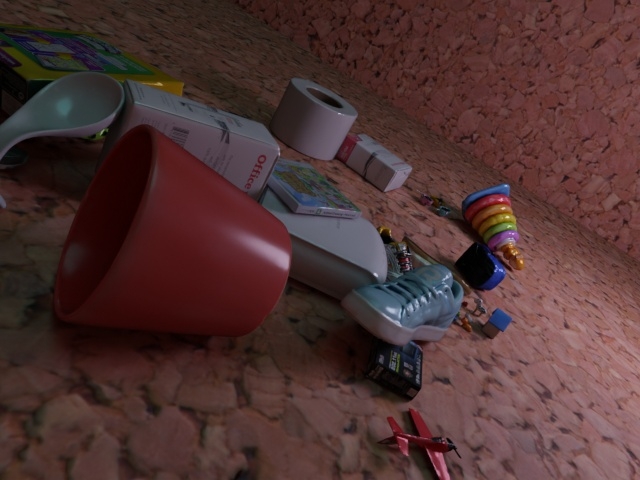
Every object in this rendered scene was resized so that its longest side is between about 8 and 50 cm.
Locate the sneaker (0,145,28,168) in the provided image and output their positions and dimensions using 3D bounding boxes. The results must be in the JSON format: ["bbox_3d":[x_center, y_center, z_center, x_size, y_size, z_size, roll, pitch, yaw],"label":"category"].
[{"bbox_3d":[-0.566,-0.174,0.849,0.167,0.076,0.065,20,29,-20],"label":"sneaker"}]

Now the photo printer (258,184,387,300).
[{"bbox_3d":[0.000,0.000,1.094,0.308,0.107,0.256,26,26,-9],"label":"photo printer"}]

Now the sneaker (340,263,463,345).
[{"bbox_3d":[0.166,0.099,0.965,0.135,0.150,0.366,34,10,29],"label":"sneaker"}]

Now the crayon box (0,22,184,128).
[{"bbox_3d":[-0.519,-0.337,1.056,0.363,0.106,0.313,33,30,28],"label":"crayon box"}]

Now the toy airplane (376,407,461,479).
[{"bbox_3d":[0.154,0.309,0.800,0.151,0.028,0.151,24,25,-12],"label":"toy airplane"}]

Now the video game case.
[{"bbox_3d":[-0.038,-0.119,1.119,0.193,0.023,0.212,3,34,-46],"label":"video game case"}]

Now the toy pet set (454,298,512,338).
[{"bbox_3d":[0.388,0.176,1.234,0.114,0.065,0.122,38,28,15],"label":"toy pet set"}]

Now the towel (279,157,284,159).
[{"bbox_3d":[-0.081,-0.183,1.426,0.113,0.023,0.152,25,27,-13],"label":"towel"}]

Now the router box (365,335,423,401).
[{"bbox_3d":[0.135,0.216,0.931,0.092,0.038,0.122,29,26,-2],"label":"router box"}]

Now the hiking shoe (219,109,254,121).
[{"bbox_3d":[-0.188,-0.295,1.441,0.227,0.086,0.114,41,31,23],"label":"hiking shoe"}]

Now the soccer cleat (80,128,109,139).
[{"bbox_3d":[-0.475,-0.252,1.114,0.072,0.060,0.179,15,22,28],"label":"soccer cleat"}]

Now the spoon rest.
[{"bbox_3d":[-0.427,-0.176,0.815,0.137,0.084,0.276,29,65,15],"label":"spoon rest"}]

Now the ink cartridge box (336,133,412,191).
[{"bbox_3d":[0.186,-0.268,1.775,0.218,0.092,0.159,37,27,18],"label":"ink cartridge box"}]

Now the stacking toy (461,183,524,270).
[{"bbox_3d":[0.605,-0.024,1.747,0.175,0.166,0.301,64,9,-57],"label":"stacking toy"}]

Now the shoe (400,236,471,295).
[{"bbox_3d":[0.285,0.077,1.325,0.219,0.058,0.076,38,7,7],"label":"shoe"}]

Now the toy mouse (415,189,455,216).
[{"bbox_3d":[0.397,-0.120,1.801,0.161,0.031,0.143,29,26,-3],"label":"toy mouse"}]

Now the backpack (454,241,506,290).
[{"bbox_3d":[0.458,0.078,1.445,0.101,0.098,0.120,18,28,-31],"label":"backpack"}]

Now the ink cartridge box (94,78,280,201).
[{"bbox_3d":[-0.251,-0.149,0.982,0.283,0.207,0.117,12,30,-35],"label":"ink cartridge box"}]

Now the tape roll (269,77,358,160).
[{"bbox_3d":[-0.023,-0.397,1.697,0.246,0.169,0.246,24,26,-13],"label":"tape roll"}]

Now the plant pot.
[{"bbox_3d":[-0.192,0.014,0.725,0.243,0.275,0.275,26,24,-36],"label":"plant pot"}]

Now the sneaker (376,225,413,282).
[{"bbox_3d":[0.170,0.052,1.195,0.088,0.092,0.225,6,36,-40],"label":"sneaker"}]
